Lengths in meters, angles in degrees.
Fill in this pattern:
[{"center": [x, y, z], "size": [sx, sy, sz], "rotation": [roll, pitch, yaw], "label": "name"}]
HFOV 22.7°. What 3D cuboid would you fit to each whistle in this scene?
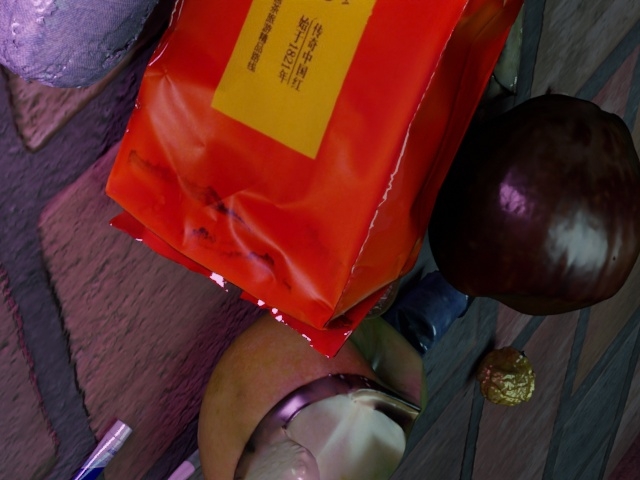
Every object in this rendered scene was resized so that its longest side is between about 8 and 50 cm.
[{"center": [0.049, 0.133, 1.584], "size": [0.304, 0.062, 0.062], "rotation": [-43, 153, -42], "label": "whistle"}]

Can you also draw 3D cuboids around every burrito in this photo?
[{"center": [0.167, -0.177, 1.480], "size": [0.051, 0.042, 0.171], "rotation": [-46, 152, -30], "label": "burrito"}]

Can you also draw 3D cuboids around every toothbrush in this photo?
[{"center": [-0.102, 0.186, 1.382], "size": [0.257, 0.018, 0.024], "rotation": [-36, 143, -45], "label": "toothbrush"}]

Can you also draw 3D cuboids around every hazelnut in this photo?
[{"center": [0.221, -0.034, 1.542], "size": [0.234, 0.218, 0.218], "rotation": [-25, 140, -60], "label": "hazelnut"}]

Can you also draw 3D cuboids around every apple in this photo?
[{"center": [-0.012, 0.148, 1.328], "size": [0.188, 0.174, 0.207], "rotation": [-46, 168, 24], "label": "apple"}]

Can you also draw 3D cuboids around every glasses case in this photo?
[{"center": [-0.090, -0.208, 0.814], "size": [0.109, 0.067, 0.282], "rotation": [-12, 128, -67], "label": "glasses case"}]

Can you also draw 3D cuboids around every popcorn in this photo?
[{"center": [0.246, 0.168, 2.066], "size": [0.084, 0.084, 0.084], "rotation": [-48, 156, -29], "label": "popcorn"}]

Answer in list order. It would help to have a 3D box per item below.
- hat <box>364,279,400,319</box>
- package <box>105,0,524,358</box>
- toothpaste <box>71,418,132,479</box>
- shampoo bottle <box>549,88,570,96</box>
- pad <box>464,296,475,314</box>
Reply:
[{"center": [0.000, 0.000, 1.316], "size": [0.146, 0.067, 0.146], "rotation": [26, 57, -49], "label": "hat"}, {"center": [0.019, -0.152, 0.957], "size": [0.123, 0.196, 0.423], "rotation": [-28, 142, -62], "label": "package"}, {"center": [-0.173, 0.173, 1.210], "size": [0.083, 0.015, 0.024], "rotation": [-52, 151, -6], "label": "toothpaste"}, {"center": [0.240, -0.099, 1.760], "size": [0.141, 0.034, 0.049], "rotation": [-62, 166, 8], "label": "shampoo bottle"}, {"center": [0.199, 0.012, 1.859], "size": [0.157, 0.003, 0.112], "rotation": [-56, 159, -10], "label": "pad"}]
